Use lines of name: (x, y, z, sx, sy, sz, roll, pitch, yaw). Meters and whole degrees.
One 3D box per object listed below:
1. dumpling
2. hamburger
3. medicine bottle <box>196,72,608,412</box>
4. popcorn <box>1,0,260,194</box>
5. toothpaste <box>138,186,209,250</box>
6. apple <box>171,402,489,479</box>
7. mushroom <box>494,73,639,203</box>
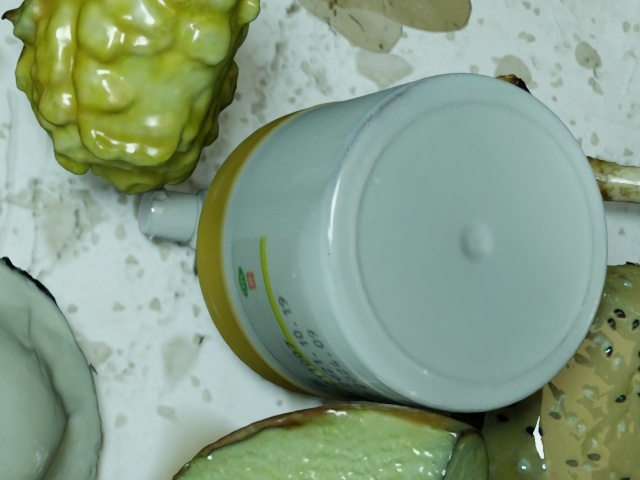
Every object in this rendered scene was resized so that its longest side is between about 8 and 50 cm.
dumpling: (-0.242, 0.099, 0.911, 0.247, 0.142, 0.172, 50, 57, -36)
hamburger: (0.244, 0.162, 1.061, 0.318, 0.195, 0.277, -17, 85, -21)
medicine bottle: (0.055, 0.007, 0.964, 0.238, 0.232, 0.238, 1, 88, -26)
popcorn: (-0.148, -0.169, 0.983, 0.192, 0.233, 0.266, 6, 89, -9)
toothpaste: (0.000, 0.000, 1.094, 0.314, 0.056, 0.058, 8, 108, -23)
apple: (0.000, 0.257, 0.907, 0.254, 0.179, 0.346, 12, 103, -25)
mushroom: (0.322, -0.058, 1.213, 0.208, 0.301, 0.233, -34, 133, -40)
